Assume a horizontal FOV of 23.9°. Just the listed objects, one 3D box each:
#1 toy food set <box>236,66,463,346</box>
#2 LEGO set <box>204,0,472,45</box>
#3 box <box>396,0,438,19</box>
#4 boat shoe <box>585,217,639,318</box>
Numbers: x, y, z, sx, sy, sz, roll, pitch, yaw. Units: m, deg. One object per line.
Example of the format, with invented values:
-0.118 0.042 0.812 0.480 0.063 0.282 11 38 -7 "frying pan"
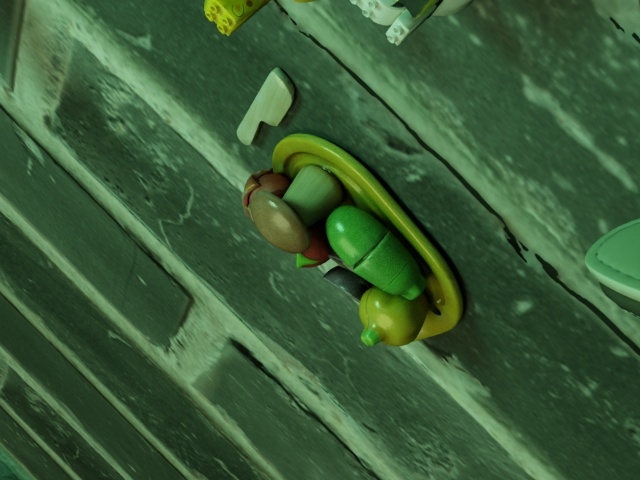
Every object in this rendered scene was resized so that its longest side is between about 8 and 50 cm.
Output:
0.000 0.000 1.046 0.218 0.071 0.128 49 156 -5 "toy food set"
-0.035 -0.172 0.809 0.227 0.093 0.087 45 156 1 "LEGO set"
-0.004 -0.220 0.728 0.232 0.058 0.087 44 155 2 "box"
0.226 0.035 0.721 0.227 0.081 0.069 10 134 49 "boat shoe"
